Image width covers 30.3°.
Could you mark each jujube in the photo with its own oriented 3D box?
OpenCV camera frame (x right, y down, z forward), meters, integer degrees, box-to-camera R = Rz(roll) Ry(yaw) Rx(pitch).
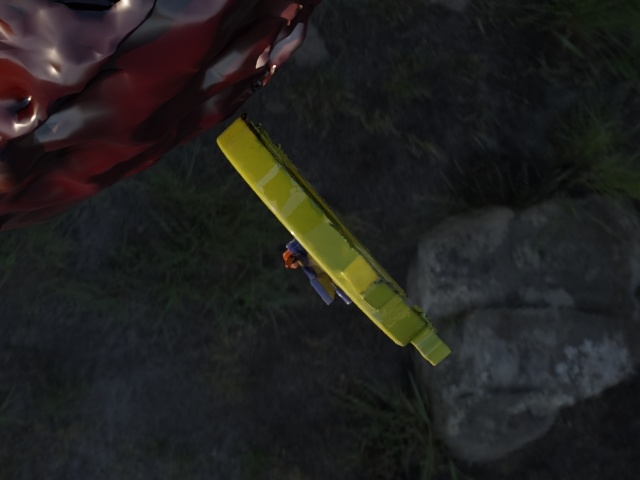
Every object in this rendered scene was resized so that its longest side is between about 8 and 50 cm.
[{"bbox_3d":[-0.113,-0.132,0.455,0.258,0.376,0.259,7,70,-20],"label":"jujube"}]

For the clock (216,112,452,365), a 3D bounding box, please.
[{"bbox_3d":[-0.004,0.002,1.165,0.071,0.293,0.277,-41,144,3],"label":"clock"}]
